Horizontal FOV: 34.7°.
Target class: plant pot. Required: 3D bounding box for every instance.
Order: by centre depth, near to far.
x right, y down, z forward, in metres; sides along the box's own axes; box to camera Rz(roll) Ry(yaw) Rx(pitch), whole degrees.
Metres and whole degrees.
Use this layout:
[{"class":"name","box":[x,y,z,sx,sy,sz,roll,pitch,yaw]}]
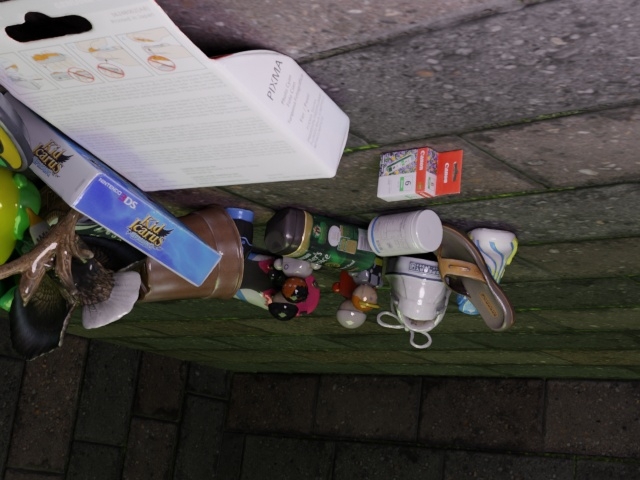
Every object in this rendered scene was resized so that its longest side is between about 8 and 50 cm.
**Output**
[{"class":"plant pot","box":[-0.242,0.030,1.718,0.165,0.167,0.167,-9,177,-33]}]

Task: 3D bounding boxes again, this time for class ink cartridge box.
[{"class":"ink cartridge box","box":[-0.193,-0.185,1.153,0.308,0.091,0.385,-1,153,33]},{"class":"ink cartridge box","box":[0.131,-0.089,1.359,0.115,0.062,0.029,-5,164,39]}]

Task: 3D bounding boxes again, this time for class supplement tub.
[{"class":"supplement tub","box":[0.136,-0.011,1.658,0.107,0.071,0.071,-7,161,43]}]

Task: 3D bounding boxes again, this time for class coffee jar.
[{"class":"coffee jar","box":[0.000,0.000,1.754,0.184,0.079,0.096,15,164,-26]}]

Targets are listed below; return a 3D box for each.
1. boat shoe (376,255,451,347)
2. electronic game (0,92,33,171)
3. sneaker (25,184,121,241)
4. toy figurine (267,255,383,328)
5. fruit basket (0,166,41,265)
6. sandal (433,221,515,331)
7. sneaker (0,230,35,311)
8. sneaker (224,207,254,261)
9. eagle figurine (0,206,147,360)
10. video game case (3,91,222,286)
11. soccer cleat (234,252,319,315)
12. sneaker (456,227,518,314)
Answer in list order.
[{"class":"boat shoe","box":[0.180,0.119,1.897,0.136,0.156,0.367,11,177,1]},{"class":"electronic game","box":[-0.429,-0.164,1.195,0.229,0.048,0.229,32,160,14]},{"class":"sneaker","box":[-0.361,-0.057,1.676,0.153,0.099,0.282,9,163,-36]},{"class":"toy figurine","box":[0.010,0.078,1.920,0.213,0.148,0.209,10,166,-9]},{"class":"fruit basket","box":[-0.608,0.000,1.603,0.392,0.392,0.283,9,166,-6]},{"class":"sandal","box":[0.233,0.063,1.678,0.060,0.219,0.090,-28,172,-31]},{"class":"sneaker","box":[-0.512,0.015,1.757,0.109,0.295,0.123,-39,135,17]},{"class":"sneaker","box":[-0.173,0.009,1.850,0.081,0.090,0.232,10,166,-11]},{"class":"eagle figurine","box":[-0.369,0.048,1.495,0.226,0.225,0.298,-1,159,-5]},{"class":"video game case","box":[-0.288,-0.066,1.368,0.244,0.061,0.269,35,177,37]},{"class":"soccer cleat","box":[-0.147,0.069,2.093,0.331,0.116,0.143,21,179,-41]},{"class":"sneaker","box":[0.283,0.059,1.751,0.091,0.126,0.240,6,167,5]}]
